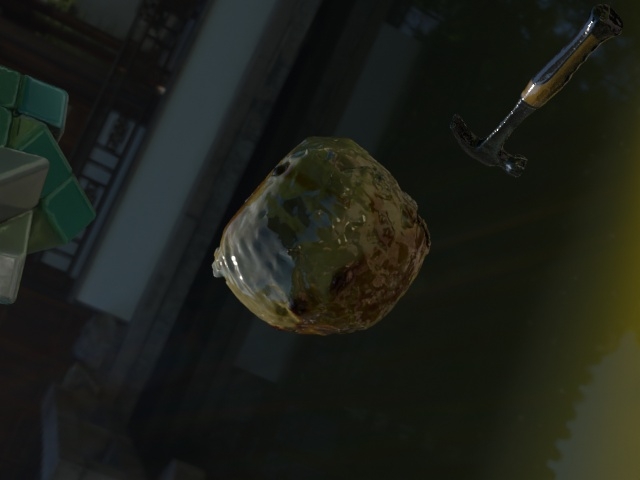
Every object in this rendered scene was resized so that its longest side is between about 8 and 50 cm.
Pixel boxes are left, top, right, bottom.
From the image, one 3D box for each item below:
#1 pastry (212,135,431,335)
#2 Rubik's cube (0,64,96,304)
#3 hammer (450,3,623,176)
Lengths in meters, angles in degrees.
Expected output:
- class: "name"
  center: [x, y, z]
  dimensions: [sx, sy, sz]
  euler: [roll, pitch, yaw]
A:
- class: "pastry"
  center: [0.000, 0.010, 1.172]
  dimensions: [0.256, 0.236, 0.170]
  euler: [-49, -4, 7]
- class: "Rubik's cube"
  center: [-0.338, -0.032, 0.834]
  dimensions: [0.224, 0.265, 0.213]
  euler: [-52, 32, 35]
- class: "hammer"
  center: [0.169, -0.118, 0.746]
  dimensions: [0.201, 0.078, 0.021]
  euler: [124, 168, -58]
